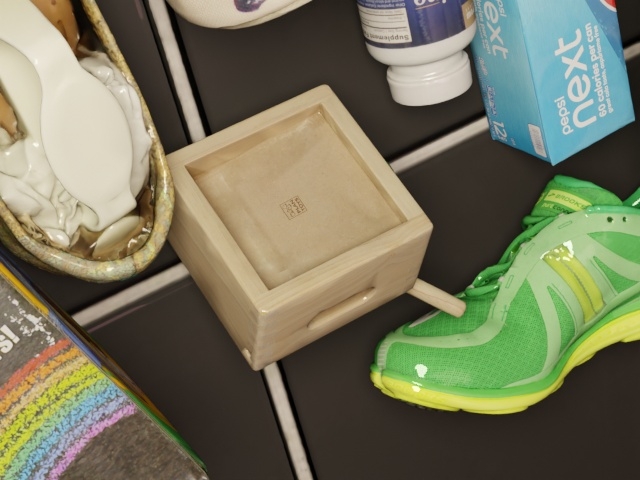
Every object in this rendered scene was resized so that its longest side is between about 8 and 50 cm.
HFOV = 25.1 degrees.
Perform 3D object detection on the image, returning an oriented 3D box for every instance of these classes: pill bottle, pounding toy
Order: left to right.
[{"bbox_3d":[0.000,0.000,0.818,0.141,0.130,0.100,-26,156,-20],"label":"pounding toy"},{"bbox_3d":[0.054,-0.142,0.834,0.067,0.067,0.120,-25,119,-21],"label":"pill bottle"}]

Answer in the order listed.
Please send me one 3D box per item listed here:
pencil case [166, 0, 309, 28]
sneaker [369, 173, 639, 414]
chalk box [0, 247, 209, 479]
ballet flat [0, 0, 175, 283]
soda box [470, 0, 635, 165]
[{"bbox_3d":[-0.104,-0.280,0.620,0.160,0.183,0.410,-49,125,-15],"label":"pencil case"},{"bbox_3d":[0.147,0.023,0.938,0.295,0.109,0.124,-23,109,-29],"label":"sneaker"},{"bbox_3d":[-0.227,0.054,0.676,0.180,0.179,0.289,-44,123,-9],"label":"chalk box"},{"bbox_3d":[-0.162,-0.122,0.686,0.123,0.123,0.349,-33,121,-17],"label":"ballet flat"},{"bbox_3d":[0.129,-0.158,0.873,0.071,0.067,0.210,-28,120,-19],"label":"soda box"}]
